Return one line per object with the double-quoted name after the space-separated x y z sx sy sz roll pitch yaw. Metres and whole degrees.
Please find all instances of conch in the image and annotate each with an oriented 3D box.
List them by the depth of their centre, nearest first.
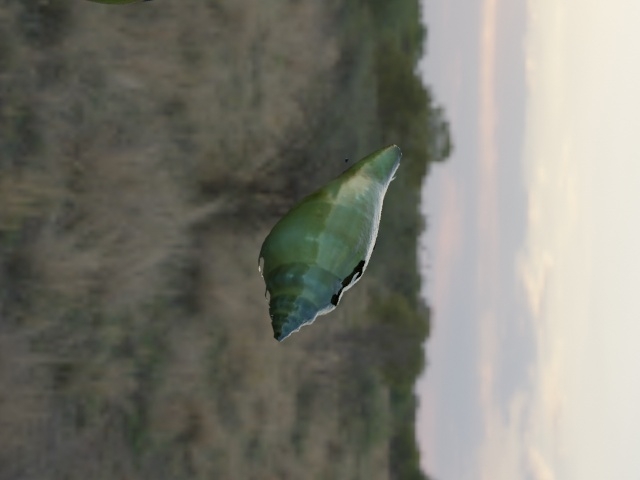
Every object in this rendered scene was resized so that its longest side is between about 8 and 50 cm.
0.003 0.003 1.211 0.095 0.079 0.201 -44 -176 43 "conch"

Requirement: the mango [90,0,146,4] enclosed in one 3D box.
-0.172 -0.308 1.545 0.111 0.233 0.125 67 27 -9 "mango"
